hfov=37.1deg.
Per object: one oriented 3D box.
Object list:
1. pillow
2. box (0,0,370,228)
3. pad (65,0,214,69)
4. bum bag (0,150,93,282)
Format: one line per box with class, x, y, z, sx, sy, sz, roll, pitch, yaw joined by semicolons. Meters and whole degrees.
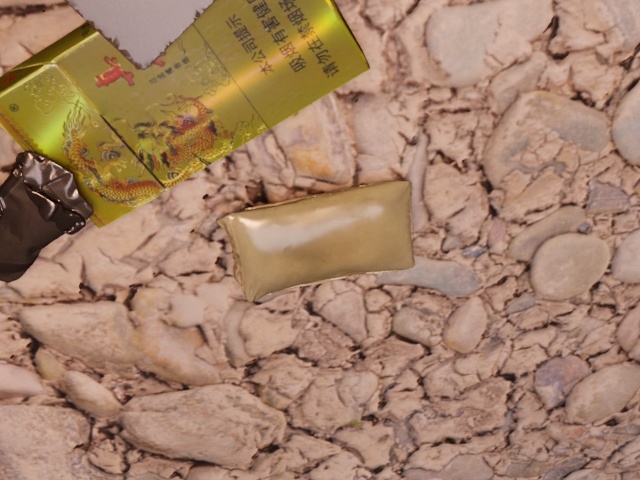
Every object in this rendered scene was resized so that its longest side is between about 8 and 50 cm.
pillow;0.000;0.000;1.007;0.208;0.053;0.119;-12;131;-7
box;-0.128;-0.148;0.871;0.311;0.043;0.173;-29;128;11
pad;-0.176;-0.256;0.770;0.143;0.003;0.211;-40;111;16
bum bag;-0.294;-0.011;0.916;0.087;0.049;0.197;35;130;-27
